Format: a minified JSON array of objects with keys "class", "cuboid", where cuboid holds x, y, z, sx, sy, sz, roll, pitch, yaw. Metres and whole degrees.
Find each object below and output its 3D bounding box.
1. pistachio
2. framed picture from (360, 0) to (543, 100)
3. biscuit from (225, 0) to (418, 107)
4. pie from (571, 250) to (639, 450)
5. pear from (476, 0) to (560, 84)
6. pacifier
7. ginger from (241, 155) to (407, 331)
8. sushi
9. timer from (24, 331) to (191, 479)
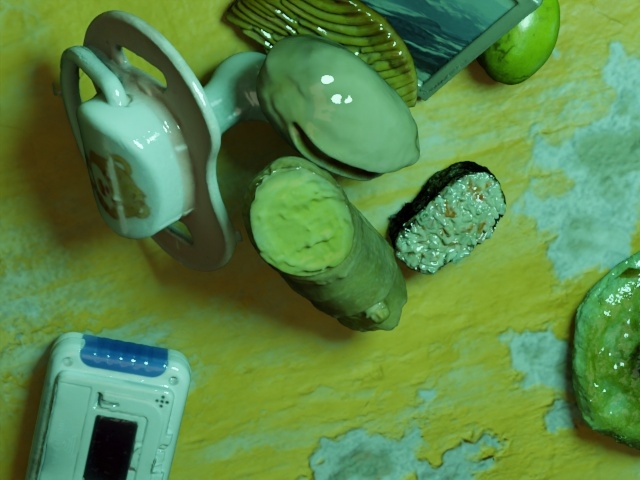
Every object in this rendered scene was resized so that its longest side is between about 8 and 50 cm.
[{"class":"pistachio","cuboid":[0.022,-0.144,1.763,0.126,0.152,0.223,-21,136,38]},{"class":"framed picture","cuboid":[0.045,-0.300,1.758,0.335,0.022,0.247,33,148,-13]},{"class":"biscuit","cuboid":[0.000,-0.220,1.836,0.229,0.031,0.176,11,137,15]},{"class":"pie","cuboid":[0.467,0.136,1.996,0.323,0.070,0.323,-1,108,-3]},{"class":"pear","cuboid":[0.220,-0.244,1.830,0.107,0.107,0.131,18,119,-9]},{"class":"pacifier","cuboid":[-0.165,-0.117,1.791,0.273,0.220,0.332,-8,130,-1]},{"class":"ginger","cuboid":[0.000,0.000,1.816,0.126,0.354,0.190,-36,65,0]},{"class":"sushi","cuboid":[0.153,-0.027,1.915,0.150,0.078,0.090,-40,107,9]},{"class":"timer","cuboid":[-0.267,0.248,1.986,0.178,0.078,0.253,11,108,-8]}]
